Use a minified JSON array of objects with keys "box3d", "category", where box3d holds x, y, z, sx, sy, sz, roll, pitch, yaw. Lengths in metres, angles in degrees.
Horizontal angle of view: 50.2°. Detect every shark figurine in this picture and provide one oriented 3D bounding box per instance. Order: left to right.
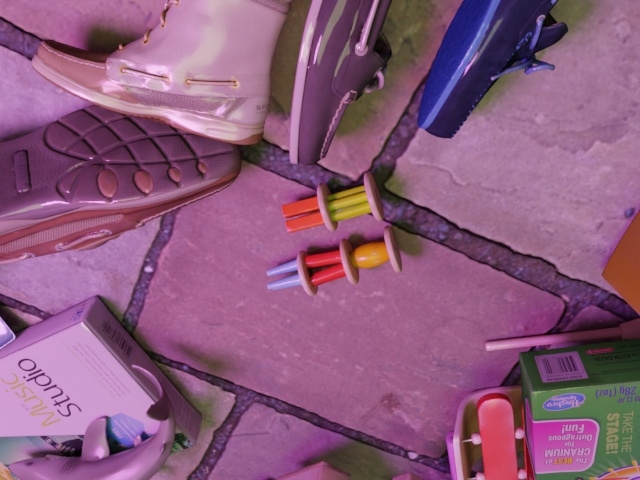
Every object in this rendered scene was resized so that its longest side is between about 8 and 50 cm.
[{"box3d":[-0.240,0.280,0.823,0.278,0.116,0.166,-36,115,24],"category":"shark figurine"}]

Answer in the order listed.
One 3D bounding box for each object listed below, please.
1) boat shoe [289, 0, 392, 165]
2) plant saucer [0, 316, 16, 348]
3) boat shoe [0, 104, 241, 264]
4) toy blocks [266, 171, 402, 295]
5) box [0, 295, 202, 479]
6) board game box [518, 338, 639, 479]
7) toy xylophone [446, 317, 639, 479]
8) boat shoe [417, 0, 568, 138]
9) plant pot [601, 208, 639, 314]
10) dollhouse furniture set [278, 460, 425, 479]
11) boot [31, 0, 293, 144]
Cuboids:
[{"box3d":[0.045,-0.207,0.566,0.096,0.112,0.335,14,118,0],"category":"boat shoe"},{"box3d":[-0.463,0.145,0.823,0.192,0.018,0.067,-35,97,-1],"category":"plant saucer"},{"box3d":[-0.237,-0.052,0.690,0.325,0.123,0.116,-10,154,0],"category":"boat shoe"},{"box3d":[0.000,0.000,0.730,0.148,0.054,0.123,-16,120,13],"category":"toy blocks"},{"box3d":[-0.352,0.226,0.889,0.322,0.058,0.232,-24,117,18],"category":"box"},{"box3d":[0.355,0.250,0.761,0.242,0.064,0.316,-9,120,8],"category":"board game box"},{"box3d":[0.305,0.218,0.832,0.323,0.081,0.236,-15,119,12],"category":"toy xylophone"},{"box3d":[0.174,-0.189,0.573,0.089,0.109,0.258,22,123,-14],"category":"boat shoe"},{"box3d":[0.425,0.004,0.629,0.212,0.212,0.187,10,110,-3],"category":"plant pot"},{"box3d":[0.082,0.459,0.904,0.356,0.173,0.303,35,136,-21],"category":"dollhouse furniture set"},{"box3d":[-0.135,-0.189,0.600,0.213,0.077,0.165,16,112,-4],"category":"boot"}]
